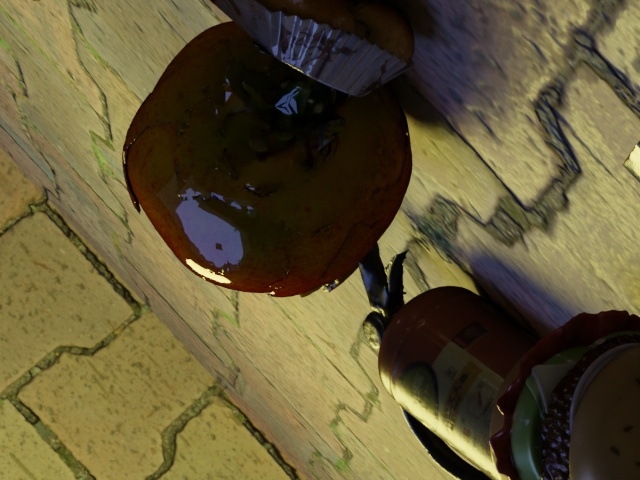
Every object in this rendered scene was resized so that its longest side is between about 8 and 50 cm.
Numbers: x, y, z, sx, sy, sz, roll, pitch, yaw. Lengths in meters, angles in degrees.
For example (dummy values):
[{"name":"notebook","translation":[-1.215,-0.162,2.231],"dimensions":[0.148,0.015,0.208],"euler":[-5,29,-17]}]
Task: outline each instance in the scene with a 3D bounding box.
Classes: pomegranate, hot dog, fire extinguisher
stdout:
[{"name":"pomegranate","translation":[-0.036,-0.065,1.399],"dimensions":[0.210,0.210,0.235],"euler":[46,162,8]},{"name":"hot dog","translation":[-0.038,-0.179,1.292],"dimensions":[0.131,0.069,0.253],"euler":[15,-159,-50]},{"name":"fire extinguisher","translation":[0.141,0.155,1.585],"dimensions":[0.376,0.113,0.200],"euler":[39,126,41]}]

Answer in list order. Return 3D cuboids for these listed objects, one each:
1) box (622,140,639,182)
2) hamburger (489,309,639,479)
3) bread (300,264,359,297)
[{"name":"box","translation":[0.207,-0.022,1.100],"dimensions":[0.083,0.012,0.046],"euler":[48,168,9]},{"name":"hamburger","translation":[0.203,0.130,1.260],"dimensions":[0.175,0.175,0.137],"euler":[52,162,-18]},{"name":"bread","translation":[0.000,0.000,1.768],"dimensions":[0.049,0.088,0.226],"euler":[44,167,13]}]
